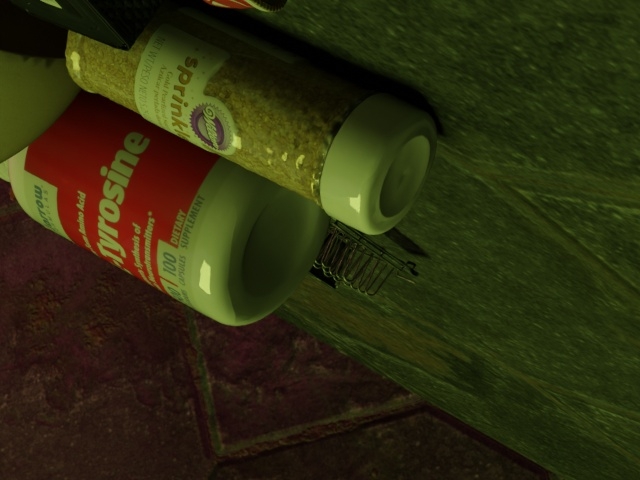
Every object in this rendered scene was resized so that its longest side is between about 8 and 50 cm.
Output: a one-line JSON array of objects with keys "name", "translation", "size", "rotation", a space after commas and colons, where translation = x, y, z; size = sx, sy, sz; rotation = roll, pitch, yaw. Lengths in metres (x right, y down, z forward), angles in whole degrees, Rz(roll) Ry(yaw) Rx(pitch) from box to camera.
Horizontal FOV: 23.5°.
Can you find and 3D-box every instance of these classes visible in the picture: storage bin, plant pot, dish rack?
[{"name": "storage bin", "translation": [-0.232, -0.254, 1.384], "size": [0.180, 0.084, 0.122], "rotation": [25, 166, 37]}, {"name": "plant pot", "translation": [-0.389, -0.177, 1.610], "size": [0.284, 0.191, 0.284], "rotation": [22, -157, -10]}, {"name": "dish rack", "translation": [0.000, 0.000, 1.999], "size": [0.208, 0.074, 0.271], "rotation": [33, 174, -25]}]

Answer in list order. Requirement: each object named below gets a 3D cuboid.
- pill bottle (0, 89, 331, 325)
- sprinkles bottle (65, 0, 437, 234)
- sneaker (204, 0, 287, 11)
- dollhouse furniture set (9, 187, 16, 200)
[{"name": "pill bottle", "translation": [-0.204, -0.084, 1.762], "size": [0.407, 0.229, 0.229], "rotation": [26, 170, 27]}, {"name": "sprinkles bottle", "translation": [-0.068, -0.129, 1.421], "size": [0.355, 0.121, 0.121], "rotation": [27, 170, 25]}, {"name": "sneaker", "translation": [-0.087, -0.221, 1.235], "size": [0.118, 0.042, 0.067], "rotation": [35, 167, -35]}, {"name": "dollhouse furniture set", "translation": [-0.550, -0.167, 2.285], "size": [0.201, 0.152, 0.374], "rotation": [28, -165, 22]}]
